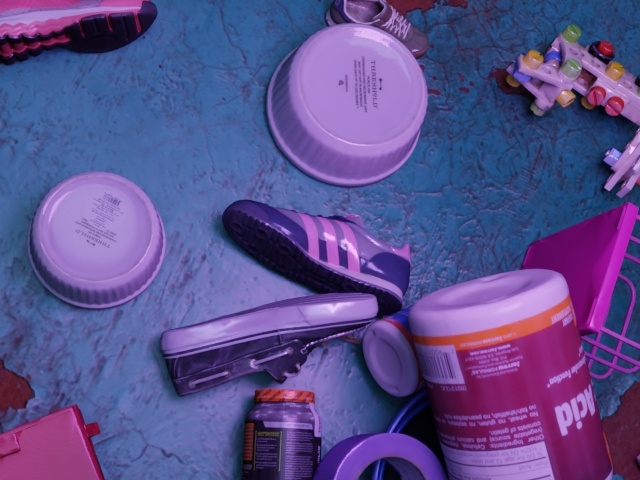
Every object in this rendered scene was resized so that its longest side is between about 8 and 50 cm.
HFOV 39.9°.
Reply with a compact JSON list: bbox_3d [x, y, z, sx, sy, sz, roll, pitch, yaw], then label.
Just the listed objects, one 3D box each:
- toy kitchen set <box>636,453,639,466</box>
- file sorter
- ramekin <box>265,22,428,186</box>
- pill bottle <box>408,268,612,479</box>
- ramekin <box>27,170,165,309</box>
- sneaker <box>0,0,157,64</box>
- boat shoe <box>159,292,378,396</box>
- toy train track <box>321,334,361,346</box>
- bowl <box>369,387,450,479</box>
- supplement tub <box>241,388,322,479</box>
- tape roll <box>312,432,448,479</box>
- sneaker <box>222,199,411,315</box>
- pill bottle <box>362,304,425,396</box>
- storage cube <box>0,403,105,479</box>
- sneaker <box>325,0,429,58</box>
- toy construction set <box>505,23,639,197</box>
[{"bbox_3d":[0.659,0.412,1.467,0.166,0.122,0.207,-32,105,-19],"label":"toy kitchen set"},{"bbox_3d":[0.444,0.100,1.386,0.182,0.291,0.202,26,72,-9],"label":"file sorter"},{"bbox_3d":[0.051,-0.233,1.459,0.273,0.127,0.273,3,76,-12],"label":"ramekin"},{"bbox_3d":[0.275,0.255,1.229,0.224,0.224,0.392,-17,96,-17],"label":"pill bottle"},{"bbox_3d":[-0.335,-0.006,1.321,0.207,0.109,0.207,3,76,-12],"label":"ramekin"},{"bbox_3d":[-0.418,-0.373,1.390,0.314,0.116,0.136,-11,78,-15],"label":"sneaker"},{"bbox_3d":[-0.071,0.159,1.344,0.335,0.121,0.119,-12,92,0],"label":"boat shoe"},{"bbox_3d":[0.025,0.153,1.417,0.083,0.014,0.048,18,66,-14],"label":"toy train track"},{"bbox_3d":[0.259,0.400,1.377,0.391,0.077,0.391,3,76,-13],"label":"bowl"},{"bbox_3d":[-0.056,0.318,1.302,0.117,0.117,0.190,6,76,-12],"label":"supplement tub"},{"bbox_3d":[0.085,0.368,1.247,0.189,0.080,0.189,5,76,-22],"label":"tape roll"},{"bbox_3d":[0.000,0.000,1.411,0.319,0.112,0.131,29,56,-11],"label":"sneaker"},{"bbox_3d":[0.186,0.150,1.388,0.221,0.124,0.124,-20,81,-33],"label":"pill bottle"},{"bbox_3d":[-0.381,0.347,1.183,0.215,0.183,0.193,-20,82,-17],"label":"storage cube"},{"bbox_3d":[0.107,-0.375,1.528,0.192,0.086,0.064,19,73,-8],"label":"sneaker"},{"bbox_3d":[0.486,-0.243,1.551,0.327,0.151,0.215,46,46,-7],"label":"toy construction set"}]
